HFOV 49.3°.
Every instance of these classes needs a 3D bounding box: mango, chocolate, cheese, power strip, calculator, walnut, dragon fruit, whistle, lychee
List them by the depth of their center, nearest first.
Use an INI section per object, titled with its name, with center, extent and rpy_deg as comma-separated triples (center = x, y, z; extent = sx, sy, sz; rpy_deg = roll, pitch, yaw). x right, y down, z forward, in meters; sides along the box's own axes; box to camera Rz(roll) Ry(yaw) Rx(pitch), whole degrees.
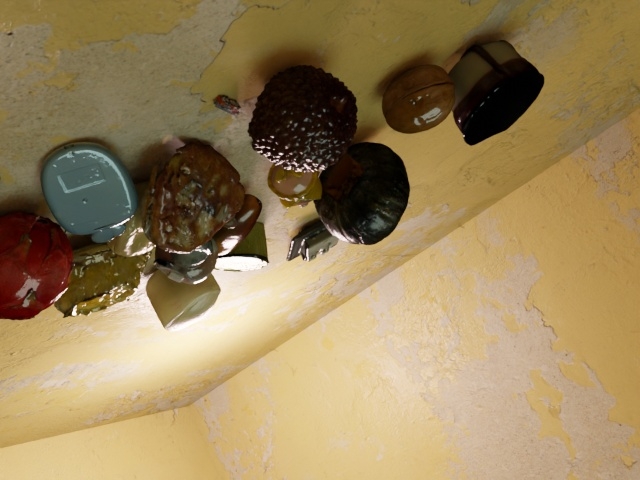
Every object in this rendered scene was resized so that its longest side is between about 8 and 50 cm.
[calculator]
center = -0.507, -0.098, 1.550
extent = 0.188, 0.042, 0.303
rpy_deg = -21, 140, -11
[dragon fruit]
center = -0.674, 0.058, 1.565
extent = 0.252, 0.241, 0.241
rpy_deg = -47, 165, -11
[lychee]
center = -0.052, -0.268, 1.594
extent = 0.271, 0.271, 0.271
rpy_deg = -25, 162, -9
[cheese]
center = -0.440, -0.061, 1.771
extent = 0.214, 0.117, 0.226
rpy_deg = -19, 156, -45
[walnut]
center = 0.261, -0.372, 1.851
extent = 0.207, 0.167, 0.167
rpy_deg = -25, 164, 20
[whistle]
center = -0.361, 0.017, 1.946
extent = 0.189, 0.189, 0.348
rpy_deg = -21, 176, -21
[chocolate]
center = 0.464, -0.432, 1.959
extent = 0.283, 0.186, 0.284
rpy_deg = -27, 154, -15
[mango]
center = -0.263, -0.050, 2.056
extent = 0.133, 0.111, 0.267
rpy_deg = -24, 162, -42
[power strip]
center = 0.001, 0.000, 2.618
extent = 0.256, 0.092, 0.251
rpy_deg = -27, 159, -16

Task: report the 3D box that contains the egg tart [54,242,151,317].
[egg tart]
center = -0.617, 0.118, 1.919
extent = 0.345, 0.133, 0.345
rpy_deg = -22, 169, -5

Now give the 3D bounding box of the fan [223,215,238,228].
[fan]
center = -0.301, -0.110, 1.894
extent = 0.152, 0.008, 0.227
rpy_deg = 7, 142, 1

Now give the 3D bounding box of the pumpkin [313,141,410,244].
[pumpkin]
center = 0.123, -0.144, 2.073
extent = 0.320, 0.321, 0.192
rpy_deg = -35, 136, 21

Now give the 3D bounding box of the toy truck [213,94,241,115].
[toy truck]
center = -0.208, -0.305, 1.579
extent = 0.032, 0.024, 0.083
rpy_deg = -39, 160, 21

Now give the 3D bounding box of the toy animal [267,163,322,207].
[toy animal]
center = -0.075, -0.169, 1.987
extent = 0.156, 0.156, 0.230
rpy_deg = -28, 173, 0

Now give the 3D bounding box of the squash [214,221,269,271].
[squash]
center = -0.283, 0.031, 2.312
extent = 0.220, 0.133, 0.220
rpy_deg = -11, 166, -3

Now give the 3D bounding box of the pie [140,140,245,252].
[pie]
center = -0.319, -0.099, 1.697
extent = 0.308, 0.085, 0.308
rpy_deg = -34, 137, -38

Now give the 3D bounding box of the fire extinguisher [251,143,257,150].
[fire extinguisher]
center = -0.128, -0.262, 1.802
extent = 0.100, 0.032, 0.046
rpy_deg = -28, 152, 20

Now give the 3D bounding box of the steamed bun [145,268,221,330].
[steamed bun]
center = -0.452, 0.171, 2.241
extent = 0.154, 0.200, 0.250
rpy_deg = -3, 146, -51
